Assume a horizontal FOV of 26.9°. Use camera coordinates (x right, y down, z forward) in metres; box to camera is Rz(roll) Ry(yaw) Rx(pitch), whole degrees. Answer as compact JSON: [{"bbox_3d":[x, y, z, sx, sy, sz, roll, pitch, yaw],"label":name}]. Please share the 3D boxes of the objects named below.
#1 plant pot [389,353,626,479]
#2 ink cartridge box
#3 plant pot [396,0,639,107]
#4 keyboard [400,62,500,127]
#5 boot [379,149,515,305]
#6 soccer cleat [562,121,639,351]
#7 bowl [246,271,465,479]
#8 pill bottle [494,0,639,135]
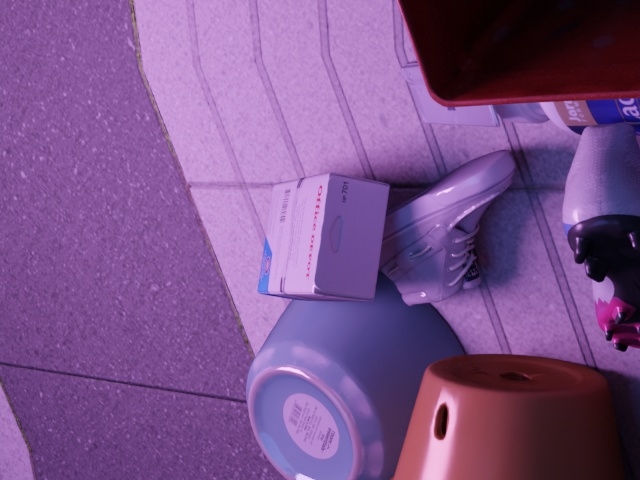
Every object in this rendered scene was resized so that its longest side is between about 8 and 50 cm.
[{"bbox_3d":[0.211,0.244,1.477,0.291,0.291,0.203,9,101,39],"label":"plant pot"},{"bbox_3d":[0.000,0.000,1.574,0.191,0.082,0.139,176,103,-67],"label":"ink cartridge box"},{"bbox_3d":[0.220,-0.289,1.116,0.267,0.236,0.267,2,126,40],"label":"plant pot"},{"bbox_3d":[0.134,-0.155,1.408,0.072,0.014,0.256,63,172,-11],"label":"keyboard"},{"bbox_3d":[0.155,-0.007,1.523,0.123,0.095,0.258,55,144,-4],"label":"boot"},{"bbox_3d":[0.315,0.002,1.310,0.116,0.143,0.331,-4,154,20],"label":"soccer cleat"},{"bbox_3d":[0.026,0.205,1.686,0.311,0.163,0.311,21,124,34],"label":"bowl"},{"bbox_3d":[0.293,-0.174,1.257,0.265,0.153,0.153,3,113,41],"label":"pill bottle"}]
